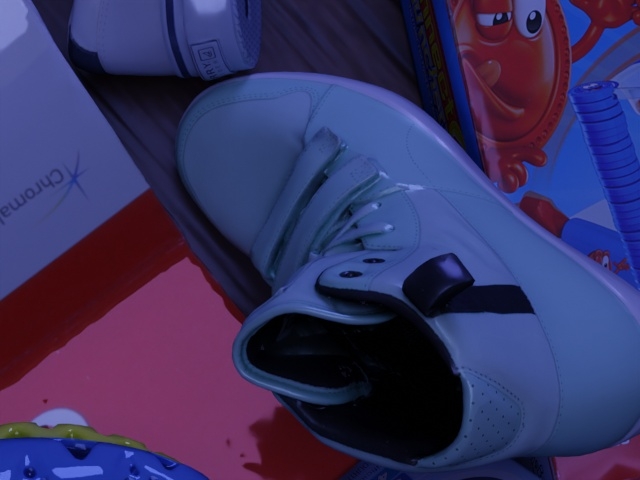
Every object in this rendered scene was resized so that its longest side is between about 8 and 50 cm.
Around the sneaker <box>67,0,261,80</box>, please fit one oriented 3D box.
[{"bbox_3d":[-0.078,-0.196,0.725,0.091,0.094,0.258,-3,74,8],"label":"sneaker"}]

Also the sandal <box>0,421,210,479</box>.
[{"bbox_3d":[-0.178,0.138,0.594,0.317,0.138,0.126,-5,92,-17],"label":"sandal"}]

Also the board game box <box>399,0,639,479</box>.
[{"bbox_3d":[0.207,-0.061,0.734,0.308,0.086,0.301,-11,82,-8],"label":"board game box"}]

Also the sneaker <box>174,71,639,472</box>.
[{"bbox_3d":[0.000,0.000,0.627,0.256,0.151,0.094,33,112,34],"label":"sneaker"}]

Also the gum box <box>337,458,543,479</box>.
[{"bbox_3d":[0.033,0.152,0.631,0.157,0.184,0.041,-38,112,-11],"label":"gum box"}]

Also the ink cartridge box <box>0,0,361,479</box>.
[{"bbox_3d":[-0.212,0.036,0.671,0.308,0.091,0.385,-38,85,-11],"label":"ink cartridge box"}]
